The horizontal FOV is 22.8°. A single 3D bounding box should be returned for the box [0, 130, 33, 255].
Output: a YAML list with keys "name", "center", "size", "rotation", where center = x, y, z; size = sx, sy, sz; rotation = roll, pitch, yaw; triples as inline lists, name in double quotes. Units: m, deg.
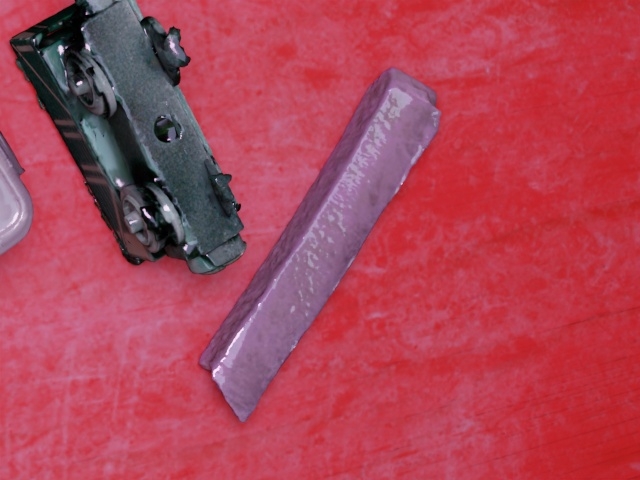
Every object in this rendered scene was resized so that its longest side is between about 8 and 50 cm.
- name: "box"
  center: [-0.365, -0.020, 1.243]
  size: [0.243, 0.135, 0.163]
  rotation: [-38, 112, -20]

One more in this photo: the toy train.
- name: "toy train"
  center: [-0.157, -0.091, 1.332]
  size: [0.115, 0.154, 0.269]
  rotation: [-35, 110, -22]

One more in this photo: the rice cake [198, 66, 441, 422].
- name: "rice cake"
  center: [0.000, 0.000, 1.476]
  size: [0.073, 0.056, 0.365]
  rotation: [37, 78, -25]
